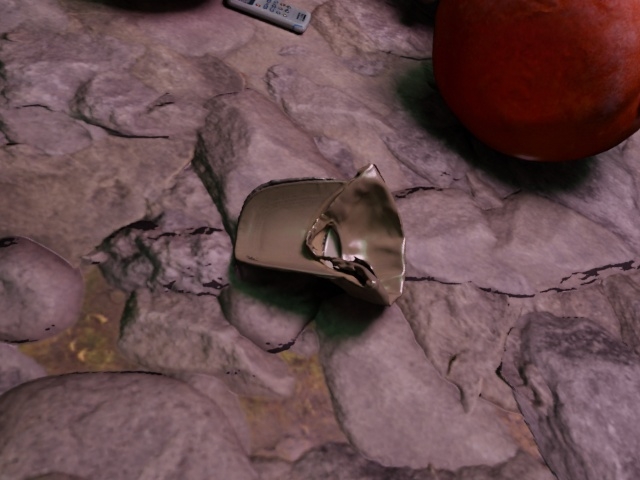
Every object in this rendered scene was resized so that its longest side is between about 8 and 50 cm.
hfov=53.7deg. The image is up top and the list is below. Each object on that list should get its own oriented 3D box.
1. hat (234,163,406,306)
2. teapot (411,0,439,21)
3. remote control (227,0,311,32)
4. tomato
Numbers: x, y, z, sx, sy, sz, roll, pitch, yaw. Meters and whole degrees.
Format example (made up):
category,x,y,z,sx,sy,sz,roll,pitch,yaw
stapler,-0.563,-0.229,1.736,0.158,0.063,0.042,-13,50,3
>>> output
category,x,y,z,sx,sy,sz,roll,pitch,yaw
hat,0.000,0.000,0.648,0.175,0.085,0.147,3,58,11
teapot,0.222,-0.506,1.004,0.285,0.223,0.305,-52,124,-16
remote control,-0.076,-0.343,0.938,0.124,0.018,0.053,20,46,-4
tomato,0.313,-0.269,0.826,0.290,0.325,0.293,24,51,37
